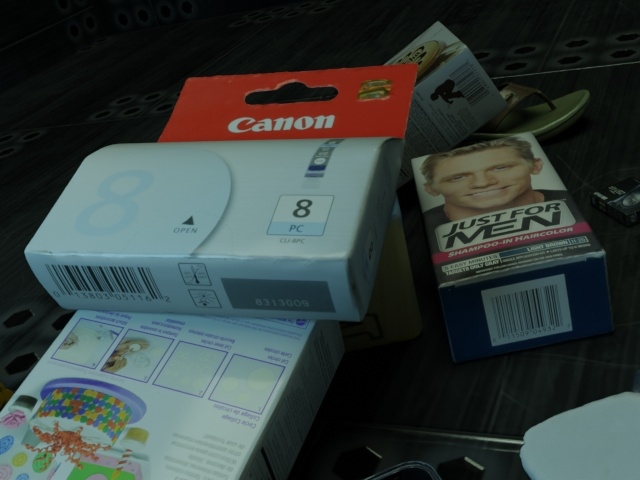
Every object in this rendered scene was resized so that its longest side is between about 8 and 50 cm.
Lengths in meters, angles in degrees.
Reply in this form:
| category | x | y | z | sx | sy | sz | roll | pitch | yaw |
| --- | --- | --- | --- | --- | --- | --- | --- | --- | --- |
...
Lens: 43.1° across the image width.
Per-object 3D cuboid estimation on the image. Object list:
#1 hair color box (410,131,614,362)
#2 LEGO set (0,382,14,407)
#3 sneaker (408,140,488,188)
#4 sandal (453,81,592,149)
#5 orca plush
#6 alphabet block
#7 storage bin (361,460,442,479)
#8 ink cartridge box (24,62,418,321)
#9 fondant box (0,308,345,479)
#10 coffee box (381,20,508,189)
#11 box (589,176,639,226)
| category | x | y | z | sx | sy | sz | roll | pitch | yaw |
| --- | --- | --- | --- | --- | --- | --- | --- | --- | --- |
| hair color box | 0.213 | -0.009 | 0.976 | 0.174 | 0.105 | 0.347 | -12 | 26 | 7 |
| LEGO set | -0.435 | 0.194 | 0.957 | 0.087 | 0.093 | 0.227 | -10 | 27 | 12 |
| sneaker | 0.208 | -0.110 | 1.238 | 0.170 | 0.068 | 0.071 | -2 | -3 | 39 |
| sandal | 0.289 | -0.211 | 1.336 | 0.303 | 0.086 | 0.120 | -5 | 29 | 22 |
| orca plush | 0.279 | 0.156 | 0.550 | 0.287 | 0.102 | 0.151 | -32 | 29 | 38 |
| alphabet block | 0.000 | 0.000 | 0.925 | 0.193 | 0.197 | 0.192 | -11 | 43 | 6 |
| storage bin | 0.028 | 0.257 | 0.592 | 0.180 | 0.084 | 0.122 | -21 | 27 | -10 |
| ink cartridge box | -0.075 | -0.093 | 0.834 | 0.308 | 0.091 | 0.385 | 0 | 47 | 18 |
| fondant box | -0.149 | 0.170 | 0.721 | 0.238 | 0.096 | 0.330 | 10 | 46 | 22 |
| coffee box | 0.109 | -0.176 | 1.220 | 0.297 | 0.119 | 0.168 | -37 | 25 | 13 |
| box | 0.400 | -0.051 | 1.045 | 0.067 | 0.018 | 0.083 | -20 | 27 | -8 |
